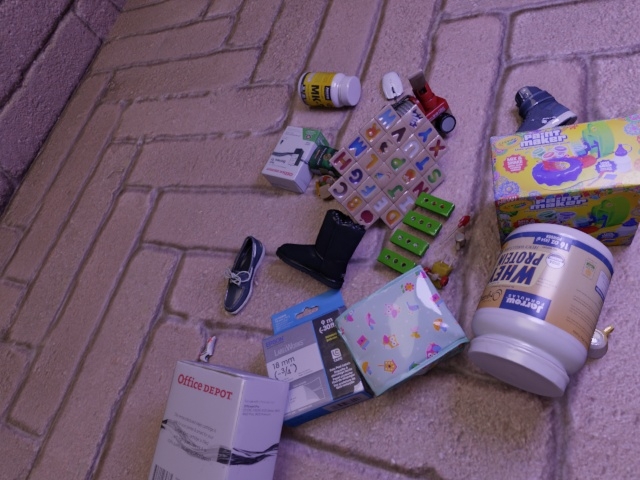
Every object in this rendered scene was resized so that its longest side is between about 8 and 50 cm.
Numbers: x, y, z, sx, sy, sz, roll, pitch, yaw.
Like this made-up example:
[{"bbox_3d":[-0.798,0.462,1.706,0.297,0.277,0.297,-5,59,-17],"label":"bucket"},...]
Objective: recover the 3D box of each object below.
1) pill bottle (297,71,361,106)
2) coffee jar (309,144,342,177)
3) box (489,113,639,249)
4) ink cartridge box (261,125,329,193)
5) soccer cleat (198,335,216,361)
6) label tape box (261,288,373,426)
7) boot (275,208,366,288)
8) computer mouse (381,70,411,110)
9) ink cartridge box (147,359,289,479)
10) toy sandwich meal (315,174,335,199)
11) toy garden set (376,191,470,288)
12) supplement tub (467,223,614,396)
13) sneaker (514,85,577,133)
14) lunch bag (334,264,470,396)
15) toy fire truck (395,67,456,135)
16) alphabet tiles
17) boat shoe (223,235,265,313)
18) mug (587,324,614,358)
[{"bbox_3d":[0.033,-0.545,1.632,0.208,0.119,0.119,14,71,31],"label":"pill bottle"},{"bbox_3d":[0.059,-0.252,1.487,0.184,0.079,0.096,20,74,32],"label":"coffee jar"},{"bbox_3d":[0.561,-0.114,1.050,0.289,0.279,0.177,-5,62,24],"label":"box"},{"bbox_3d":[-0.087,-0.283,1.568,0.153,0.087,0.208,17,73,32],"label":"ink cartridge box"},{"bbox_3d":[-0.343,0.336,1.396,0.035,0.029,0.083,29,82,25],"label":"soccer cleat"},{"bbox_3d":[-0.027,0.293,1.219,0.240,0.106,0.334,-25,56,11],"label":"label tape box"},{"bbox_3d":[0.000,0.000,1.325,0.246,0.094,0.207,27,105,28],"label":"boot"},{"bbox_3d":[0.249,-0.527,1.566,0.106,0.042,0.193,-19,57,16],"label":"computer mouse"},{"bbox_3d":[-0.258,0.516,1.105,0.285,0.166,0.395,-1,72,40],"label":"ink cartridge box"},{"bbox_3d":[0.015,-0.173,1.480,0.085,0.029,0.086,2,94,33],"label":"toy sandwich meal"},{"bbox_3d":[0.308,0.005,1.252,0.203,0.049,0.244,29,78,36],"label":"toy garden set"},{"bbox_3d":[0.468,0.146,0.974,0.228,0.228,0.316,18,68,32],"label":"supplement tub"},{"bbox_3d":[0.572,-0.337,1.274,0.226,0.086,0.163,-30,65,-3],"label":"sneaker"},{"bbox_3d":[0.190,0.225,1.101,0.262,0.160,0.223,-31,68,2],"label":"lunch bag"},{"bbox_3d":[0.266,-0.382,1.332,0.217,0.246,0.158,-38,34,2],"label":"toy fire truck"},{"bbox_3d":[0.197,-0.203,1.286,0.342,0.285,0.011,-44,22,2],"label":"alphabet tiles"},{"bbox_3d":[-0.252,0.107,1.442,0.095,0.079,0.255,14,71,30],"label":"boat shoe"},{"bbox_3d":[0.599,0.213,0.988,0.062,0.064,0.078,17,72,32],"label":"mug"}]
